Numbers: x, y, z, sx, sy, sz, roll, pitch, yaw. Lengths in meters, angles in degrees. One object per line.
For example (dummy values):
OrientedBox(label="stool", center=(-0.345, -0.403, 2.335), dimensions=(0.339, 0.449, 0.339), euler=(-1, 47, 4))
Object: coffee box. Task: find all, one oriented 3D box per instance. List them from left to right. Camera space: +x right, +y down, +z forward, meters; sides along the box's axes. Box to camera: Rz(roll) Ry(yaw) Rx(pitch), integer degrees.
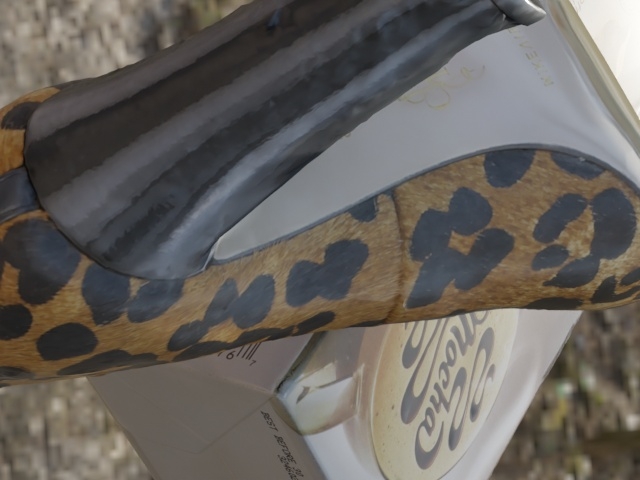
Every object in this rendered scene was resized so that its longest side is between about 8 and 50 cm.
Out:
OrientedBox(label="coffee box", center=(0.037, -0.012, 0.850), dimensions=(0.297, 0.119, 0.168), euler=(-56, 141, -28))

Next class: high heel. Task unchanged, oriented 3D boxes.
OrientedBox(label="high heel", center=(0.000, 0.000, 0.551), dimensions=(0.093, 0.186, 0.261), euler=(65, 14, 23))
